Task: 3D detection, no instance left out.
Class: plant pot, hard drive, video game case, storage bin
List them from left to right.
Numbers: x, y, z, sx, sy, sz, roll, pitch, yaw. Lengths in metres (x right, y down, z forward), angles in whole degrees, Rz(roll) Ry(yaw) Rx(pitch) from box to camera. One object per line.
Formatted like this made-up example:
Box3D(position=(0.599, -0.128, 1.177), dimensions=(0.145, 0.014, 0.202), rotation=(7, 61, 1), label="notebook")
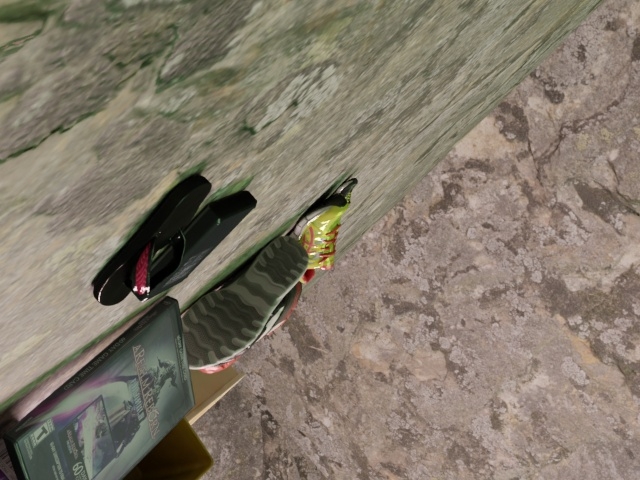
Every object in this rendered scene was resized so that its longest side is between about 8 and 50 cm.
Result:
Box3D(position=(-0.259, 0.219, 1.169), dimensions=(0.274, 0.026, 0.196), rotation=(-43, 143, -40), label="video game case")
Box3D(position=(-0.373, 0.413, 1.791), dimensions=(0.187, 0.212, 0.212), rotation=(-28, -174, 43), label="plant pot")
Box3D(position=(-0.336, 0.363, 2.021), dimensions=(0.260, 0.123, 0.262), rotation=(-45, 175, 31), label="storage bin")
Box3D(position=(-0.131, 0.005, 0.997), dimensions=(0.135, 0.022, 0.094), rotation=(-44, 175, 24), label="hard drive")

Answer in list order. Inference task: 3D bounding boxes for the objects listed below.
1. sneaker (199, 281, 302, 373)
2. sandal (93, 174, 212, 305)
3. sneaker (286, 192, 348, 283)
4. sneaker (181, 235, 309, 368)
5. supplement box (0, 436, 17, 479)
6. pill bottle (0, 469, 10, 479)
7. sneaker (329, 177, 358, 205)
Box3D(position=(-0.138, 0.155, 1.875), dimensions=(0.276, 0.097, 0.135), rotation=(-39, 177, -18), label="sneaker")
Box3D(position=(-0.145, 0.013, 0.837), dimensions=(0.179, 0.040, 0.067), rotation=(-45, 175, 36), label="sandal")
Box3D(position=(0.000, 0.000, 1.613), dimensions=(0.081, 0.094, 0.208), rotation=(-36, 171, -43), label="sneaker")
Box3D(position=(-0.129, 0.115, 1.528), dimensions=(0.281, 0.105, 0.115), rotation=(-40, 175, -28), label="sneaker")
Box3D(position=(-0.426, 0.343, 1.136), dimensions=(0.220, 0.111, 0.114), rotation=(-36, 172, -48), label="supplement box")
Box3D(position=(-0.353, 0.320, 1.012), dimensions=(0.108, 0.193, 0.108), rotation=(-41, 176, -4), label="pill bottle")
Box3D(position=(0.042, -0.075, 1.627), dimensions=(0.083, 0.035, 0.031), rotation=(-45, 175, 37), label="sneaker")
